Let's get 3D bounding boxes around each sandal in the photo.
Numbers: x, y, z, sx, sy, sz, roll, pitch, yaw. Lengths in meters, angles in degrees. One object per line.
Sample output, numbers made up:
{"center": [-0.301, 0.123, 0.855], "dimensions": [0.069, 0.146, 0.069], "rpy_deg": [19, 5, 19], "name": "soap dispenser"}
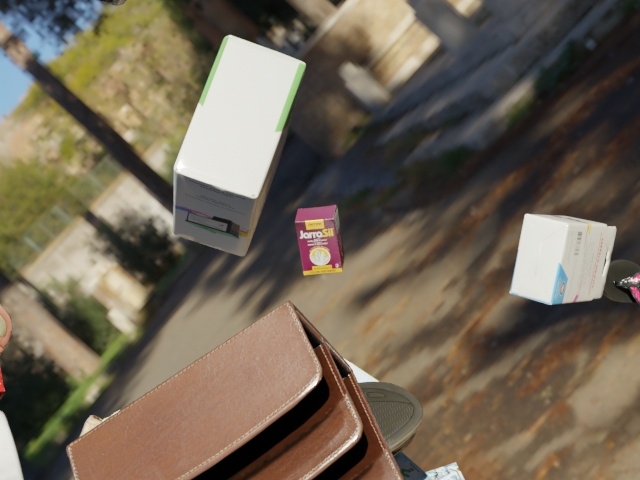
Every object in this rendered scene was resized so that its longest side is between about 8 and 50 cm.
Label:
{"center": [0.512, 0.076, 1.931], "dimensions": [0.040, 0.179, 0.067], "rpy_deg": [5, 78, 63], "name": "sandal"}

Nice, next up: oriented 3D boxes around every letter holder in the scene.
{"center": [-0.091, 0.251, 1.322], "dimensions": [0.302, 0.152, 0.214], "rpy_deg": [-33, 45, 6], "name": "letter holder"}

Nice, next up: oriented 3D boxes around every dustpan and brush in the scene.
{"center": [-0.472, 0.281, 1.757], "dimensions": [0.060, 0.147, 0.211], "rpy_deg": [-16, -39, -19], "name": "dustpan and brush"}

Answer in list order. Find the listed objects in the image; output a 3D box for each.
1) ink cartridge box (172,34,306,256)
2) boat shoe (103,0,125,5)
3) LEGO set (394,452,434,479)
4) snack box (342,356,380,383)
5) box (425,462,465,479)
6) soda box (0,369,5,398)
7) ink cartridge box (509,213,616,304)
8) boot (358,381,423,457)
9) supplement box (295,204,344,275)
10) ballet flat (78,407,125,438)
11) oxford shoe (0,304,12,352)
{"center": [-0.116, -0.119, 1.674], "dimensions": [0.278, 0.117, 0.201], "rpy_deg": [113, 175, -72], "name": "ink cartridge box"}
{"center": [-0.286, -0.437, 1.753], "dimensions": [0.340, 0.127, 0.158], "rpy_deg": [-104, 32, -70], "name": "boat shoe"}
{"center": [0.151, 0.413, 1.842], "dimensions": [0.182, 0.244, 0.060], "rpy_deg": [-17, -43, -44], "name": "LEGO set"}
{"center": [0.041, 0.235, 1.910], "dimensions": [0.070, 0.207, 0.174], "rpy_deg": [-54, -8, -12], "name": "snack box"}
{"center": [0.206, 0.467, 2.239], "dimensions": [0.137, 0.094, 0.027], "rpy_deg": [-13, -32, -23], "name": "box"}
{"center": [-0.618, 0.185, 2.135], "dimensions": [0.083, 0.092, 0.263], "rpy_deg": [-52, 41, 30], "name": "soda box"}
{"center": [0.315, 0.023, 1.587], "dimensions": [0.181, 0.062, 0.104], "rpy_deg": [1, -78, -57], "name": "ink cartridge box"}
{"center": [-0.018, 0.378, 1.698], "dimensions": [0.377, 0.138, 0.284], "rpy_deg": [-31, -43, -25], "name": "boot"}
{"center": [0.000, 0.000, 1.646], "dimensions": [0.055, 0.083, 0.043], "rpy_deg": [-5, 26, 9], "name": "supplement box"}
{"center": [-0.237, 0.298, 1.876], "dimensions": [0.316, 0.107, 0.106], "rpy_deg": [-3, 60, 22], "name": "ballet flat"}
{"center": [-0.619, 0.188, 1.796], "dimensions": [0.397, 0.140, 0.146], "rpy_deg": [-34, 32, 7], "name": "oxford shoe"}
